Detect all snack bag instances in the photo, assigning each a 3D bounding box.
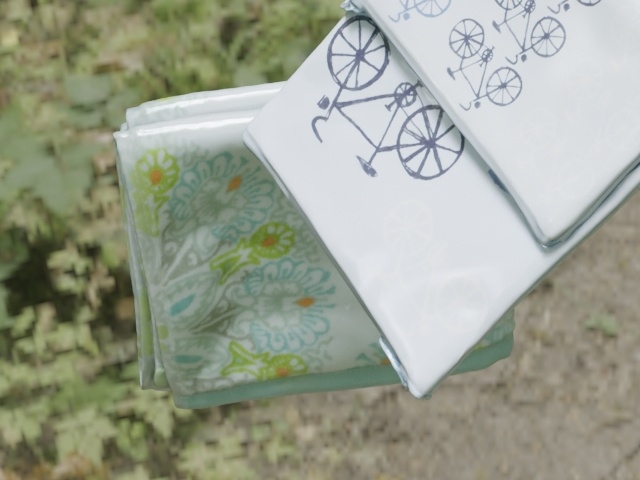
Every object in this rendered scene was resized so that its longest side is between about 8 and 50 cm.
[{"bbox_3d":[0.102,-0.101,1.486,0.342,0.037,0.323,-47,57,20],"label":"snack bag"}]

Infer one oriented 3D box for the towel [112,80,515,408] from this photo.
[{"bbox_3d":[0.000,0.000,1.803,0.374,0.321,0.090,-8,35,-6],"label":"towel"}]
